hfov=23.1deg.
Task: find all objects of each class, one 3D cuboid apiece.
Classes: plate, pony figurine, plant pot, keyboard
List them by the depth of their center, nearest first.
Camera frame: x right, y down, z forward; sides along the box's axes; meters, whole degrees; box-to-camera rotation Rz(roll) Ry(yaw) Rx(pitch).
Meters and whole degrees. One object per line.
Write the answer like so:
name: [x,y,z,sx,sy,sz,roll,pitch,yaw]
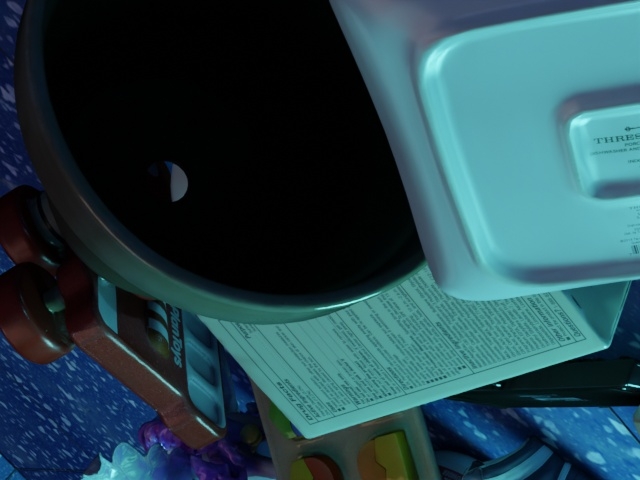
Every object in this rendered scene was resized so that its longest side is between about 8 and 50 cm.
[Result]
plate: [0.164,-0.061,0.811,0.277,0.045,0.278,-8,138,15]
plant pot: [-0.076,-0.077,1.126,0.323,0.323,0.280,43,155,-4]
keyboard: [0.172,0.117,1.337,0.201,0.033,0.317,12,168,-29]
pony figurine: [-0.099,0.242,1.805,0.363,0.303,0.351,12,153,23]

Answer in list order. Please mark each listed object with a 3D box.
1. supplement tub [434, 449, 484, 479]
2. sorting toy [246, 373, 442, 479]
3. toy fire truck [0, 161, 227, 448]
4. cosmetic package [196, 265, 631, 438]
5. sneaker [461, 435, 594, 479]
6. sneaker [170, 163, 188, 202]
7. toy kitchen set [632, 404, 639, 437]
supplement tub: [0.110,0.376,1.659,0.191,0.272,0.191,33,153,19]
sorting toy: [0.021,0.200,1.595,0.193,0.038,0.208,-20,87,33]
toy fire truck: [-0.191,0.044,1.602,0.254,0.169,0.302,48,-161,-36]
cosmetic package: [0.071,0.036,1.230,0.309,0.113,0.160,-21,118,40]
sneaker: [0.155,0.317,1.522,0.153,0.282,0.099,45,178,7]
sneaker: [0.000,0.001,1.409,0.236,0.130,0.323,23,146,15]
toy kitchen set: [0.326,0.093,0.961,0.166,0.207,0.122,15,145,44]
